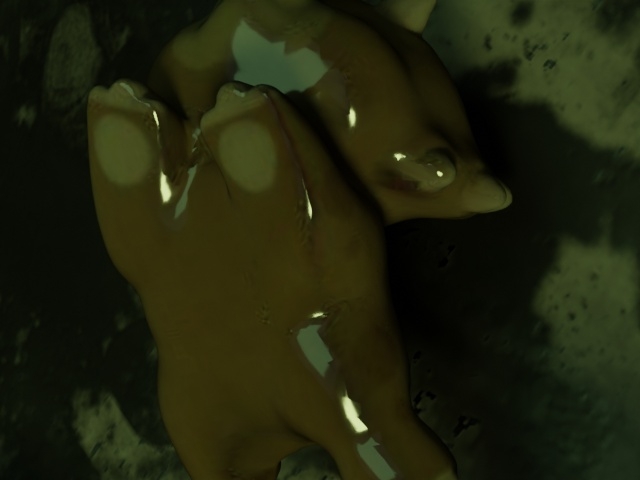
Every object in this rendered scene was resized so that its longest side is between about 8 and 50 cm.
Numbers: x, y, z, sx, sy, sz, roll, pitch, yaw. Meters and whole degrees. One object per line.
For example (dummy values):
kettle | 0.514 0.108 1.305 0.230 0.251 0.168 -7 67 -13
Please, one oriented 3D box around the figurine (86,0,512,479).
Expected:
figurine | 0.002 -0.005 0.694 0.177 0.173 0.247 -23 93 38
